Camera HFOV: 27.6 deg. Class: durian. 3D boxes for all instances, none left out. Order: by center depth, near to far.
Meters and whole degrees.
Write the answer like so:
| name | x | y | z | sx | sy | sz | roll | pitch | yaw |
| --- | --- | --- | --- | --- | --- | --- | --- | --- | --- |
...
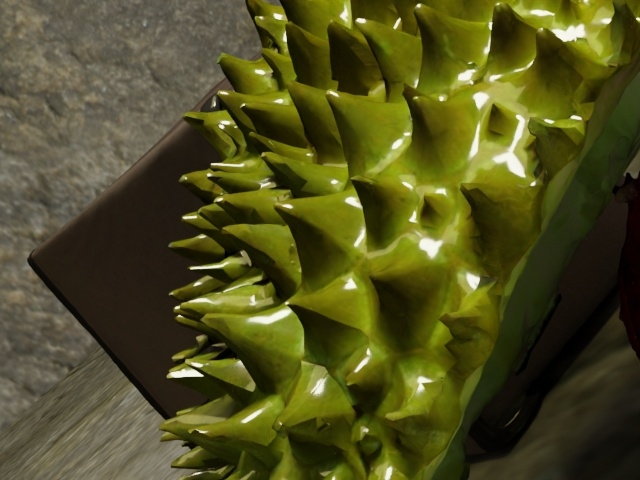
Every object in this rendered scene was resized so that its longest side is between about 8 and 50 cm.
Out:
| name | x | y | z | sx | sy | sz | roll | pitch | yaw |
| --- | --- | --- | --- | --- | --- | --- | --- | --- | --- |
| durian | 0.058 | -0.024 | 0.418 | 0.157 | 0.169 | 0.355 | 7 | 58 | 47 |

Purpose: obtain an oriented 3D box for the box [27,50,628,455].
| name | x | y | z | sx | sy | sz | roll | pitch | yaw |
| --- | --- | --- | --- | --- | --- | --- | --- | --- | --- |
| box | 0.000 | 0.000 | 0.626 | 0.153 | 0.188 | 0.252 | -44 | 6 | -29 |

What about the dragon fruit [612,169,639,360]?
| name | x | y | z | sx | sy | sz | roll | pitch | yaw |
| --- | --- | --- | --- | --- | --- | --- | --- | --- | --- |
| dragon fruit | 0.132 | 0.004 | 0.347 | 0.162 | 0.083 | 0.106 | 94 | 174 | -56 |
